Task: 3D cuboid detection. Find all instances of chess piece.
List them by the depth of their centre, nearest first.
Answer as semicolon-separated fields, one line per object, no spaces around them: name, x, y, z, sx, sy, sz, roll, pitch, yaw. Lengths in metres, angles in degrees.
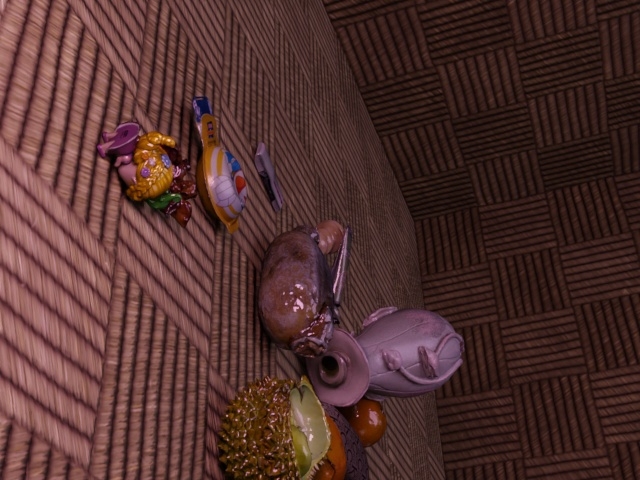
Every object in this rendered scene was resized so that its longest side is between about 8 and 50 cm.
chess piece;0.000;0.000;2.395;0.170;0.094;0.094;-23;100;-69

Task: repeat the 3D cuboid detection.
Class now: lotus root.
lotus root;-0.056;0.097;1.923;0.350;0.174;0.175;-95;165;-45

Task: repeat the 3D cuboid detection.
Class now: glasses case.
glasses case;0.045;0.497;2.094;0.355;0.085;0.137;59;24;-52

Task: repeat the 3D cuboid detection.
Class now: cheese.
cheese;-0.202;-0.145;1.724;0.177;0.069;0.271;-42;118;-74

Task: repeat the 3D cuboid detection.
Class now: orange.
orange;0.105;0.455;2.291;0.156;0.124;0.156;-12;90;-77

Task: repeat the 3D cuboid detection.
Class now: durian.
durian;-0.083;0.342;1.542;0.237;0.176;0.200;-69;154;-57

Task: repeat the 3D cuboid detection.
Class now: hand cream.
hand cream;0.054;0.078;2.418;0.086;0.055;0.235;62;43;-73

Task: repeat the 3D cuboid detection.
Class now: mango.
mango;-0.019;0.431;1.810;0.187;0.138;0.257;63;8;12

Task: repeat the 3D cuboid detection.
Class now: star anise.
star anise;-0.253;-0.102;1.518;0.168;0.057;0.168;-4;90;-82

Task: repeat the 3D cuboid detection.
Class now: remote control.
remote control;-0.122;-0.151;2.139;0.065;0.029;0.166;-85;158;-55

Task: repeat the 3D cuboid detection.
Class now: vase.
vase;0.164;0.293;2.224;0.445;0.249;0.250;-1;78;-50

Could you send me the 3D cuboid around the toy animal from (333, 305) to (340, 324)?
toy animal;-0.001;0.158;2.182;0.176;0.073;0.217;54;-4;-36

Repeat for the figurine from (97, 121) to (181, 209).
figurine;-0.259;-0.110;1.381;0.095;0.114;0.156;-73;151;-45
